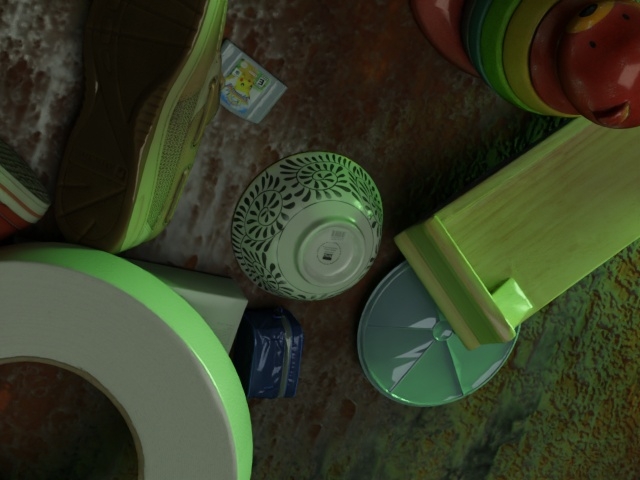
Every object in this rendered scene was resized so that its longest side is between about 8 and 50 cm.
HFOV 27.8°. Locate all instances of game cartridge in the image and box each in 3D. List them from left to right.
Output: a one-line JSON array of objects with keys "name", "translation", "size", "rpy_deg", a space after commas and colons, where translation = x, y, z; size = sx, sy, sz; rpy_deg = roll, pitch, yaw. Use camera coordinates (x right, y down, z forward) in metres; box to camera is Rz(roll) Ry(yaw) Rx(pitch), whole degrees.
[{"name": "game cartridge", "translation": [-0.079, -0.154, 1.284], "size": [0.083, 0.017, 0.056], "rpy_deg": [35, 101, -29]}]

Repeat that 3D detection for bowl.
[{"name": "bowl", "translation": [0.000, 0.000, 1.344], "size": [0.170, 0.080, 0.170], "rpy_deg": [-8, 116, -18]}]

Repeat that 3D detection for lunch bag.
[{"name": "lunch bag", "translation": [-0.052, 0.117, 1.383], "size": [0.065, 0.067, 0.098], "rpy_deg": [1, 111, -21]}]

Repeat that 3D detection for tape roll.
[{"name": "tape roll", "translation": [-0.259, 0.194, 1.228], "size": [0.392, 0.072, 0.392], "rpy_deg": [3, 105, 9]}]

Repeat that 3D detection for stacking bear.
[{"name": "stacking bear", "translation": [0.234, -0.190, 1.227], "size": [0.175, 0.289, 0.164], "rpy_deg": [-34, 120, -4]}]

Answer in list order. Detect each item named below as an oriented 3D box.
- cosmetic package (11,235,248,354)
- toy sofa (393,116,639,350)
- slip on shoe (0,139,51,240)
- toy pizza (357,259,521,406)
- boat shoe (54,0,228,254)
[{"name": "cosmetic package", "translation": [-0.203, 0.071, 1.309], "size": [0.239, 0.060, 0.099], "rpy_deg": [13, 107, -25]}, {"name": "toy sofa", "translation": [0.265, -0.044, 1.381], "size": [0.362, 0.177, 0.150], "rpy_deg": [-34, 91, -10]}, {"name": "slip on shoe", "translation": [-0.385, -0.103, 1.138], "size": [0.101, 0.123, 0.331], "rpy_deg": [-41, 125, 5]}, {"name": "toy pizza", "translation": [0.133, 0.095, 1.463], "size": [0.201, 0.032, 0.201], "rpy_deg": [-7, 114, -16]}, {"name": "boat shoe", "translation": [-0.153, -0.150, 1.214], "size": [0.110, 0.121, 0.341], "rpy_deg": [-13, 130, -59]}]
